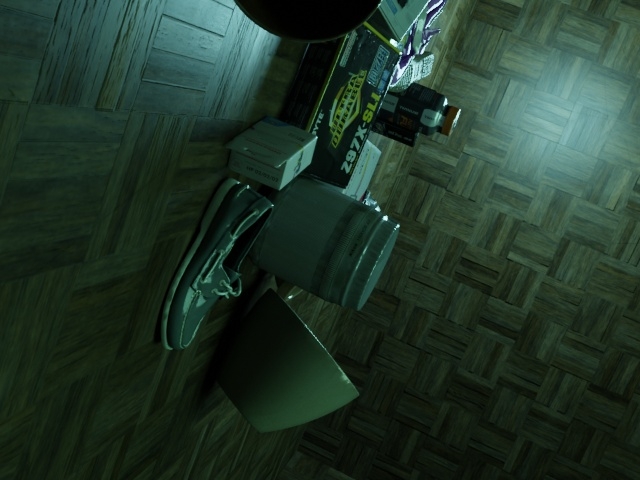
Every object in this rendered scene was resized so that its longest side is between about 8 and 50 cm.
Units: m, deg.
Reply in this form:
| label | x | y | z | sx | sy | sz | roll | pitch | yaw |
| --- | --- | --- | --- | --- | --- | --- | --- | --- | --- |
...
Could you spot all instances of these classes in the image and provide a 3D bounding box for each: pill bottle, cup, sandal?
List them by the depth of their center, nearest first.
| label | x | y | z | sx | sy | sz | roll | pitch | yaw |
| --- | --- | --- | --- | --- | --- | --- | --- | --- | --- |
| cup | -0.104 | 0.311 | 1.833 | 0.237 | 0.331 | 0.331 | -39 | 164 | -8 |
| sandal | 0.270 | -0.587 | 2.072 | 0.416 | 0.102 | 0.169 | -62 | 145 | -23 |
| pill bottle | 0.285 | -0.391 | 2.293 | 0.130 | 0.246 | 0.130 | 23 | 90 | -79 |

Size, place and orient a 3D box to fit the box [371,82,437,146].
| label | x | y | z | sx | sy | sz | roll | pitch | yaw |
| --- | --- | --- | --- | --- | --- | --- | --- | --- | --- |
| box | 0.261 | -0.403 | 2.418 | 0.180 | 0.147 | 0.077 | -61 | 168 | -22 |

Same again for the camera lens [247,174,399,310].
| label | x | y | z | sx | sy | sz | roll | pitch | yaw |
| --- | --- | --- | --- | --- | --- | --- | --- | --- | --- |
| camera lens | 0.000 | 0.000 | 1.628 | 0.219 | 0.274 | 0.219 | -61 | 170 | -19 |

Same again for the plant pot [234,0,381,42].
| label | x | y | z | sx | sy | sz | roll | pitch | yaw |
| --- | --- | --- | --- | --- | --- | --- | --- | --- | --- |
| plant pot | -0.004 | -0.410 | 1.025 | 0.230 | 0.215 | 0.215 | -77 | -179 | -51 |

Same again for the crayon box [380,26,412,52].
| label | x | y | z | sx | sy | sz | roll | pitch | yaw |
| --- | --- | --- | --- | --- | --- | --- | --- | --- | --- |
| crayon box | 0.121 | -0.414 | 1.883 | 0.323 | 0.083 | 0.203 | -67 | 169 | 5 |

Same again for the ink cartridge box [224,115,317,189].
| label | x | y | z | sx | sy | sz | roll | pitch | yaw |
| --- | --- | --- | --- | --- | --- | --- | --- | --- | --- |
| ink cartridge box | -0.089 | -0.148 | 1.347 | 0.181 | 0.104 | 0.061 | -48 | 158 | -58 |

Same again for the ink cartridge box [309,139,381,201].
| label | x | y | z | sx | sy | sz | roll | pitch | yaw |
| --- | --- | --- | --- | --- | --- | --- | --- | --- | --- |
| ink cartridge box | 0.035 | -0.154 | 1.885 | 0.306 | 0.131 | 0.226 | -5 | 118 | -80 |

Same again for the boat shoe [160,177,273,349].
| label | x | y | z | sx | sy | sz | roll | pitch | yaw |
| --- | --- | --- | --- | --- | --- | --- | --- | --- | --- |
| boat shoe | -0.180 | 0.054 | 1.346 | 0.116 | 0.099 | 0.319 | 21 | 92 | -80 |

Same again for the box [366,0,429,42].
| label | x | y | z | sx | sy | sz | roll | pitch | yaw |
| --- | --- | --- | --- | --- | --- | --- | --- | --- | --- |
| box | 0.189 | -0.574 | 1.583 | 0.290 | 0.087 | 0.169 | -54 | 152 | -1 |

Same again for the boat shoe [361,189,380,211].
| label | x | y | z | sx | sy | sz | roll | pitch | yaw |
| --- | --- | --- | --- | --- | --- | --- | --- | --- | --- |
| boat shoe | 0.101 | -0.085 | 2.482 | 0.114 | 0.091 | 0.302 | -23 | -171 | 23 |

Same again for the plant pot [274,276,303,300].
| label | x | y | z | sx | sy | sz | roll | pitch | yaw |
| --- | --- | --- | --- | --- | --- | --- | --- | --- | --- |
| plant pot | -0.036 | 0.035 | 1.893 | 0.237 | 0.110 | 0.237 | -42 | 172 | -7 |

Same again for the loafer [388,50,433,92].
| label | x | y | z | sx | sy | sz | roll | pitch | yaw |
| --- | --- | --- | --- | --- | --- | --- | --- | --- | --- |
| loafer | 0.225 | -0.491 | 2.222 | 0.268 | 0.092 | 0.102 | -27 | 130 | -49 |

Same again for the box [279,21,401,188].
| label | x | y | z | sx | sy | sz | roll | pitch | yaw |
| --- | --- | --- | --- | --- | --- | --- | --- | --- | --- |
| box | 0.033 | -0.280 | 1.586 | 0.257 | 0.079 | 0.322 | 11 | 103 | -65 |
